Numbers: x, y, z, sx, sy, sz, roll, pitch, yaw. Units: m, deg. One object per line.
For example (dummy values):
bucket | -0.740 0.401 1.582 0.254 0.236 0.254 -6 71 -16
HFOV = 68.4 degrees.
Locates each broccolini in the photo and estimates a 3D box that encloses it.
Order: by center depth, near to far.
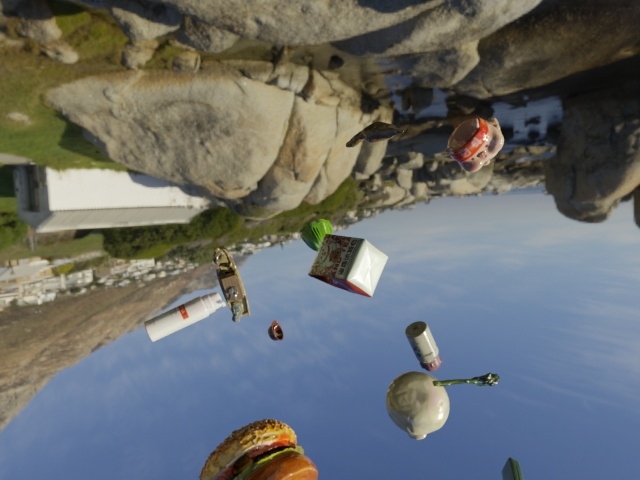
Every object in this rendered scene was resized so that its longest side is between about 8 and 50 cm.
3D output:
broccolini | 0.554 0.540 1.780 0.254 0.072 0.057 -6 -172 -6

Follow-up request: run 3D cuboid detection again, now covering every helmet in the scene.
helmet | -0.242 0.474 2.441 0.057 0.111 0.089 -26 178 25

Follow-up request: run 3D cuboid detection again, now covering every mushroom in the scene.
mushroom | 0.482 0.842 2.355 0.314 0.357 0.315 1 175 0

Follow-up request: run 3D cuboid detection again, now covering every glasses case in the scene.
glasses case | 0.712 0.889 1.741 0.039 0.078 0.184 22 -167 10

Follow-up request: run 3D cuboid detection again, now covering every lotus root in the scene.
lotus root | 0.000 0.000 2.555 0.185 0.187 0.186 -2 -176 0

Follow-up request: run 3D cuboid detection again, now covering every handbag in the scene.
handbag | 0.069 0.080 1.660 0.151 0.171 0.298 35 163 -37

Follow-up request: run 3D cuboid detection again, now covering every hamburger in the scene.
hamburger | -0.187 0.712 1.423 0.329 0.330 0.250 -6 -146 -42

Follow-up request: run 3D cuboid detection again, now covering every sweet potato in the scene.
sweet potato | 0.188 -0.396 1.750 0.074 0.075 0.269 -7 -178 -44

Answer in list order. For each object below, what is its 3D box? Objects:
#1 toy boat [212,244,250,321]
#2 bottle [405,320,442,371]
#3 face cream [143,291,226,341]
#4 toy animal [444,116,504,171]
toy boat | -0.359 0.173 1.888 0.088 0.322 0.121 -18 -165 -9
bottle | 0.469 0.484 2.122 0.109 0.234 0.110 -23 -159 9
face cream | -0.595 0.327 2.084 0.345 0.102 0.102 -26 -168 -17
toy animal | 0.495 -0.312 1.494 0.171 0.172 0.197 1 -169 39
